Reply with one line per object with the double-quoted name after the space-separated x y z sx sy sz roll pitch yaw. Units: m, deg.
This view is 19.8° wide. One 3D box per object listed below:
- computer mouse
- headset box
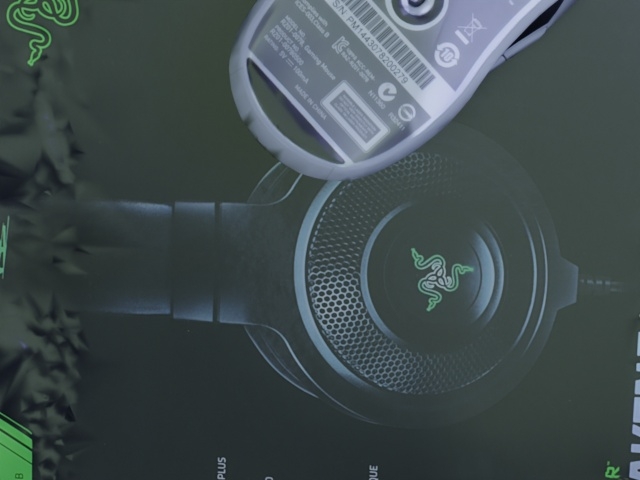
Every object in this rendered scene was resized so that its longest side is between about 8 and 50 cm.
0.051 -0.097 0.566 0.193 0.042 0.106 -41 93 2 "computer mouse"
0.000 0.000 0.676 0.283 0.131 0.246 4 101 6 "headset box"
